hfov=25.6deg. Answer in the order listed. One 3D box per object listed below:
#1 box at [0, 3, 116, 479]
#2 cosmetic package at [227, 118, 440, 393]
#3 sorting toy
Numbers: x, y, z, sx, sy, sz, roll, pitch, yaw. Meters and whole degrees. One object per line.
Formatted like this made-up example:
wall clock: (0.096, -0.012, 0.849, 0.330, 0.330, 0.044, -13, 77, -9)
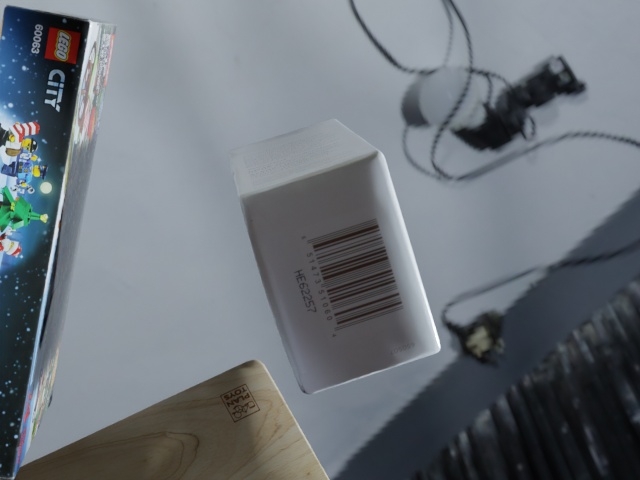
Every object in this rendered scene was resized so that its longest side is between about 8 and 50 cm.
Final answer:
box: (-0.156, -0.008, 0.761, 0.044, 0.159, 0.233, 11, 98, -5)
cosmetic package: (0.000, 0.000, 0.835, 0.085, 0.231, 0.117, -17, 99, -4)
sorting toy: (-0.102, 0.259, 1.025, 0.257, 0.255, 0.089, -24, 161, -22)
